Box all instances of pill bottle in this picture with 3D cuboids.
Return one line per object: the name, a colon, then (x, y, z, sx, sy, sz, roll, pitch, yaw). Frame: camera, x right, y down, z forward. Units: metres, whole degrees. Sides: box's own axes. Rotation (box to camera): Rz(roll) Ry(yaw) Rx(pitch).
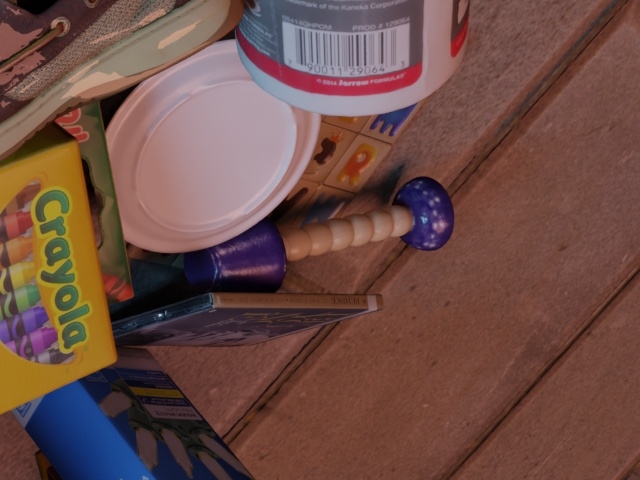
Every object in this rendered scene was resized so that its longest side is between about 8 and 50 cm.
pill bottle: (0.019, -0.255, 1.265, 0.176, 0.176, 0.318, -28, 142, -23)

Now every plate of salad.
plate of salad: (-0.091, -0.077, 1.456, 0.200, 0.048, 0.200, -19, 133, -22)

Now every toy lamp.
toy lamp: (0.000, 0.000, 1.617, 0.275, 0.080, 0.080, -12, 136, -40)

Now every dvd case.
dvd case: (-0.075, 0.071, 1.600, 0.164, 0.018, 0.221, -18, 167, 38)

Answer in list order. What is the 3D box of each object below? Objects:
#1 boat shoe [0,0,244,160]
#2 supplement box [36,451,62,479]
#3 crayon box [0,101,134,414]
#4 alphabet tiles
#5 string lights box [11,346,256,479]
boat shoe: (-0.220, -0.133, 1.230, 0.342, 0.123, 0.123, -27, 115, -12)
supplement box: (-0.146, 0.282, 1.690, 0.129, 0.194, 0.191, -29, 145, -21)
crayon box: (-0.270, 0.033, 1.319, 0.318, 0.081, 0.202, -25, 127, -25)
alphabet tiles: (-0.017, -0.108, 1.556, 0.285, 0.011, 0.342, 15, 116, -53)
string lights box: (-0.137, 0.199, 1.543, 0.133, 0.259, 0.077, 10, 120, -53)
